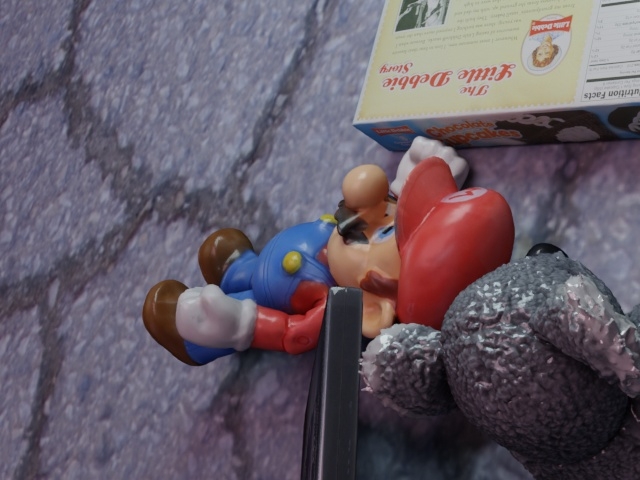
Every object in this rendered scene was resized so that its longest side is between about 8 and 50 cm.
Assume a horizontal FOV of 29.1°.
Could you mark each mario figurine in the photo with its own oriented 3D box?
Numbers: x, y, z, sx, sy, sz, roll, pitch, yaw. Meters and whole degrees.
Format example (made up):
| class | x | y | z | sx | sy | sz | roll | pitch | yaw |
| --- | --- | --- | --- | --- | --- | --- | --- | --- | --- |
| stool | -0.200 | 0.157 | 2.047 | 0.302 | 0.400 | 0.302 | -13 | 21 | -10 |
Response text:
| class | x | y | z | sx | sy | sz | roll | pitch | yaw |
| --- | --- | --- | --- | --- | --- | --- | --- | --- | --- |
| mario figurine | 0.000 | 0.000 | 0.941 | 0.320 | 0.170 | 0.198 | -13 | 59 | 40 |

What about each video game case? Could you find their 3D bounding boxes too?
| class | x | y | z | sx | sy | sz | roll | pitch | yaw |
| --- | --- | --- | --- | --- | --- | --- | --- | --- | --- |
| video game case | 0.001 | 0.171 | 0.817 | 0.026 | 0.274 | 0.196 | 5 | 66 | -3 |

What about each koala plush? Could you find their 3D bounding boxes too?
| class | x | y | z | sx | sy | sz | roll | pitch | yaw |
| --- | --- | --- | --- | --- | --- | --- | --- | --- | --- |
| koala plush | 0.150 | 0.083 | 0.718 | 0.196 | 0.221 | 0.203 | -12 | 62 | 38 |

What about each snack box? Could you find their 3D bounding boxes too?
| class | x | y | z | sx | sy | sz | roll | pitch | yaw |
| --- | --- | --- | --- | --- | --- | --- | --- | --- | --- |
| snack box | 0.179 | -0.169 | 0.936 | 0.321 | 0.060 | 0.187 | 1 | 70 | 43 |
